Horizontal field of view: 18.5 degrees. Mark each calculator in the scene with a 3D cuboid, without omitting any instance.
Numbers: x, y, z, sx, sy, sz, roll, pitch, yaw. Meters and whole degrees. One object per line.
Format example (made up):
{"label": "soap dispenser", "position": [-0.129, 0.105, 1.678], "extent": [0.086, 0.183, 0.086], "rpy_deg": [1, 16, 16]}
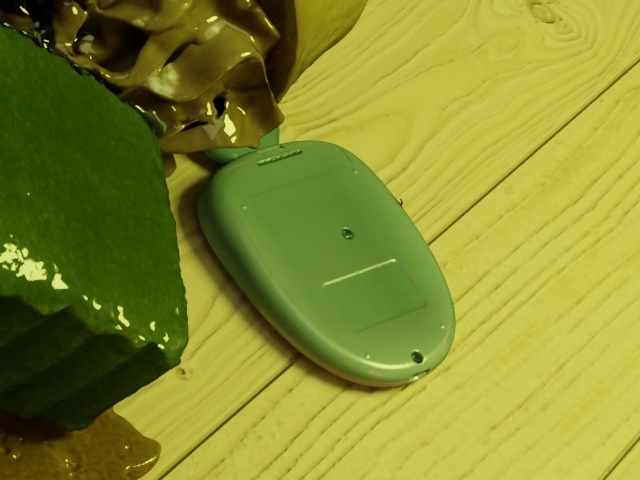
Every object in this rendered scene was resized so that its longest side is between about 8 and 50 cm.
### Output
{"label": "calculator", "position": [0.000, 0.000, 1.674], "extent": [0.185, 0.041, 0.299], "rpy_deg": [-18, 62, -36]}

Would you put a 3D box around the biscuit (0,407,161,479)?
{"label": "biscuit", "position": [-0.203, 0.167, 1.434], "extent": [0.162, 0.035, 0.250], "rpy_deg": [17, 41, -6]}

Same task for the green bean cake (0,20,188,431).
{"label": "green bean cake", "position": [-0.225, -0.013, 1.413], "extent": [0.247, 0.156, 0.250], "rpy_deg": [31, 38, -45]}

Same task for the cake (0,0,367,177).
{"label": "cake", "position": [-0.159, -0.207, 1.595], "extent": [0.332, 0.332, 0.321], "rpy_deg": [36, 51, 8]}
